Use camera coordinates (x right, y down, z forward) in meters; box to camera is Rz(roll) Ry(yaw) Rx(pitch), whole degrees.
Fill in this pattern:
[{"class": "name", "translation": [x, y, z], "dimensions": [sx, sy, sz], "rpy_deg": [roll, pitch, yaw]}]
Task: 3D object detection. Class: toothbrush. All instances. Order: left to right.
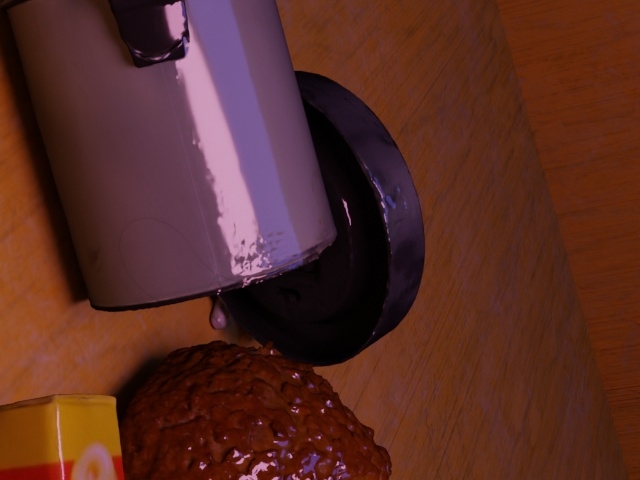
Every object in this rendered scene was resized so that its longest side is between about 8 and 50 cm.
[{"class": "toothbrush", "translation": [-0.076, -0.017, 1.475], "dimensions": [0.288, 0.024, 0.021], "rpy_deg": [-78, 152, -44]}]

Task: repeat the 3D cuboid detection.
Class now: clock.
[{"class": "clock", "translation": [-0.020, -0.020, 1.285], "dimensions": [0.055, 0.280, 0.280], "rpy_deg": [-23, 103, -39]}]

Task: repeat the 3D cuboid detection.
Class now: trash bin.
[{"class": "trash bin", "translation": [-0.121, -0.098, 1.149], "dimensions": [0.277, 0.217, 0.262], "rpy_deg": [-133, -152, -80]}]

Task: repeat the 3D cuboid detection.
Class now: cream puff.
[{"class": "cream puff", "translation": [-0.042, 0.235, 1.195], "dimensions": [0.303, 0.212, 0.303], "rpy_deg": [-6, 90, -71]}]

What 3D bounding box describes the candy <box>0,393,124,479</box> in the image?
[{"class": "candy", "translation": [-0.197, 0.244, 0.902], "dimensions": [0.088, 0.146, 0.276], "rpy_deg": [13, 67, -68]}]
